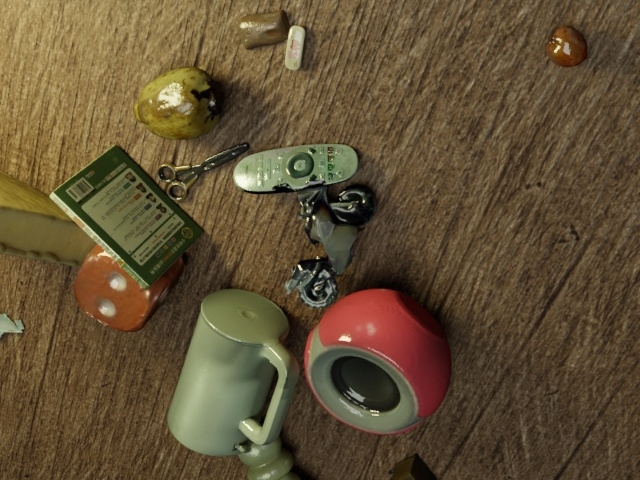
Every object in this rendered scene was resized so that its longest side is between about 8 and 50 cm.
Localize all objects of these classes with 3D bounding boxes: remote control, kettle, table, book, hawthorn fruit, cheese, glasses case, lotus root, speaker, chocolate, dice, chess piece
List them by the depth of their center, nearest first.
[{"bbox_3d":[0.439,-0.324,1.347,0.103,0.066,0.066,20,118,-8],"label":"hawthorn fruit"},{"bbox_3d":[-0.108,-0.393,1.479,0.101,0.031,0.064,-4,117,15],"label":"chocolate"},{"bbox_3d":[-0.047,-0.362,1.481,0.032,0.021,0.083,14,116,7],"label":"glasses case"},{"bbox_3d":[-0.285,-0.261,1.539,0.214,0.138,0.138,-10,111,31],"label":"lotus root"},{"bbox_3d":[-0.049,-0.139,1.557,0.256,0.045,0.097,-4,74,15],"label":"remote control"},{"bbox_3d":[0.111,0.246,1.573,0.295,0.294,0.294,6,115,13],"label":"speaker"},{"bbox_3d":[-0.659,-0.060,1.596,0.384,0.384,0.104,27,96,2],"label":"cheese"},{"bbox_3d":[-0.390,-0.052,1.614,0.264,0.202,0.027,45,133,-8],"label":"book"},{"bbox_3d":[-0.192,0.300,1.688,0.205,0.265,0.317,12,116,-18],"label":"kettle"},{"bbox_3d":[-0.413,0.081,1.693,0.175,0.174,0.179,34,117,-3],"label":"dice"},{"bbox_3d":[0.204,0.551,1.793,0.082,0.070,0.083,-33,102,29],"label":"table"},{"bbox_3d":[-0.108,0.546,1.849,0.145,0.144,0.251,-21,100,22],"label":"chess piece"}]

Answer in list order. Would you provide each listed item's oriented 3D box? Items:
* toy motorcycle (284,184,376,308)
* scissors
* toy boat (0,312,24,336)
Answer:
[{"bbox_3d":[0.000,0.000,1.577,0.159,0.106,0.270,25,103,-2],"label":"toy motorcycle"},{"bbox_3d":[-0.240,-0.153,1.630,0.220,0.017,0.088,-22,105,22],"label":"scissors"},{"bbox_3d":[-0.810,0.203,1.932,0.149,0.034,0.105,-18,109,22],"label":"toy boat"}]
